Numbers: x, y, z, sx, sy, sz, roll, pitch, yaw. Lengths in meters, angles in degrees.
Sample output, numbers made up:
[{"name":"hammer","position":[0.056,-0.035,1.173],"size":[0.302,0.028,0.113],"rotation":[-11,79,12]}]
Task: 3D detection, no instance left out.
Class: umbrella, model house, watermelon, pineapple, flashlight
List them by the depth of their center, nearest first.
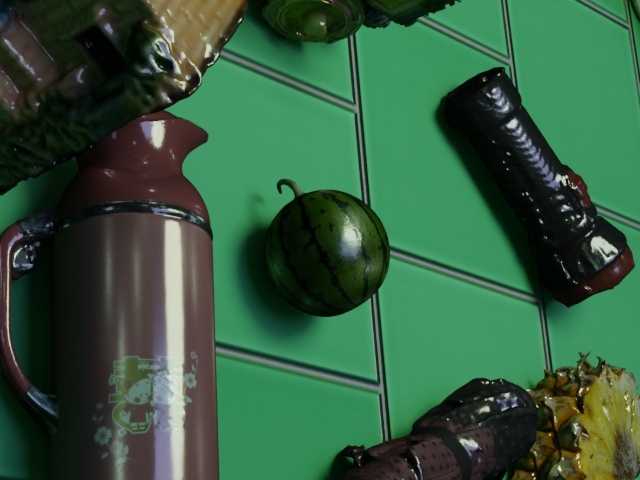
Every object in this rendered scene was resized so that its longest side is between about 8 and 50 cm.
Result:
[{"name":"model house","position":[-0.173,-0.159,1.118],"size":[0.172,0.183,0.166],"rotation":[55,38,-21]},{"name":"watermelon","position":[0.004,0.005,1.328],"size":[0.109,0.109,0.109],"rotation":[25,55,-42]},{"name":"umbrella","position":[0.076,0.186,1.341],"size":[0.326,0.090,0.094],"rotation":[-27,98,-52]},{"name":"pineapple","position":[0.226,0.169,1.547],"size":[0.233,0.079,0.135],"rotation":[-44,117,-56]},{"name":"flashlight","position":[0.202,-0.053,1.610],"size":[0.232,0.093,0.093],"rotation":[58,39,-14]}]

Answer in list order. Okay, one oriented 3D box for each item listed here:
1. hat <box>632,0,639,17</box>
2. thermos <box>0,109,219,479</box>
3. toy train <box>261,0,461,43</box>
[{"name":"hat","position":[0.426,-0.298,1.964],"size":[0.203,0.126,0.203],"rotation":[25,56,-43]},{"name":"thermos","position":[-0.135,0.063,1.139],"size":[0.109,0.136,0.330],"rotation":[55,29,-65]},{"name":"toy train","position":[-0.007,-0.262,1.375],"size":[0.261,0.177,0.134],"rotation":[28,53,-40]}]
